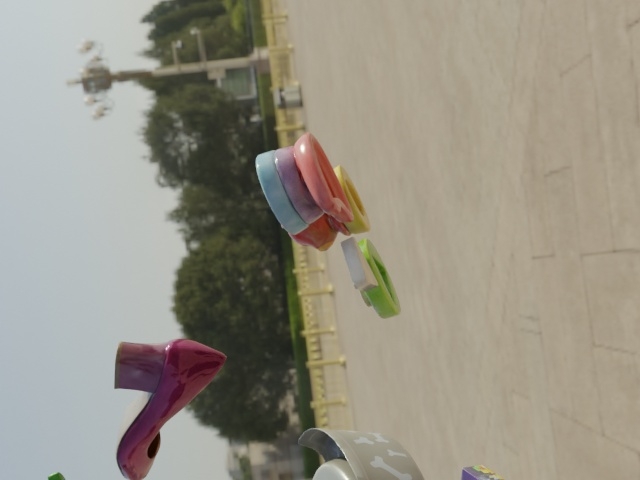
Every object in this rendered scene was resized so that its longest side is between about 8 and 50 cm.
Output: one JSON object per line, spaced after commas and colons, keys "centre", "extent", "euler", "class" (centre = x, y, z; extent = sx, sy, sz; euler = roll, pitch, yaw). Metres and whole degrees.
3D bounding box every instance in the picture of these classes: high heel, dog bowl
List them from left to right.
{"centre": [-0.266, 0.318, 1.615], "extent": [0.377, 0.181, 0.127], "euler": [100, 174, -46], "class": "high heel"}
{"centre": [0.061, 0.417, 1.218], "extent": [0.349, 0.102, 0.349], "euler": [175, 90, -70], "class": "dog bowl"}

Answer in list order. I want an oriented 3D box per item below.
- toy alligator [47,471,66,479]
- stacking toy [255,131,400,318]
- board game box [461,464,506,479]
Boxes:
{"centre": [-0.252, 0.341, 0.986], "extent": [0.051, 0.056, 0.190], "euler": [-84, -29, -80], "class": "toy alligator"}
{"centre": [0.000, 0.000, 1.409], "extent": [0.280, 0.130, 0.309], "euler": [70, -169, 21], "class": "stacking toy"}
{"centre": [0.293, 0.473, 1.514], "extent": [0.170, 0.048, 0.141], "euler": [21, 110, 62], "class": "board game box"}
